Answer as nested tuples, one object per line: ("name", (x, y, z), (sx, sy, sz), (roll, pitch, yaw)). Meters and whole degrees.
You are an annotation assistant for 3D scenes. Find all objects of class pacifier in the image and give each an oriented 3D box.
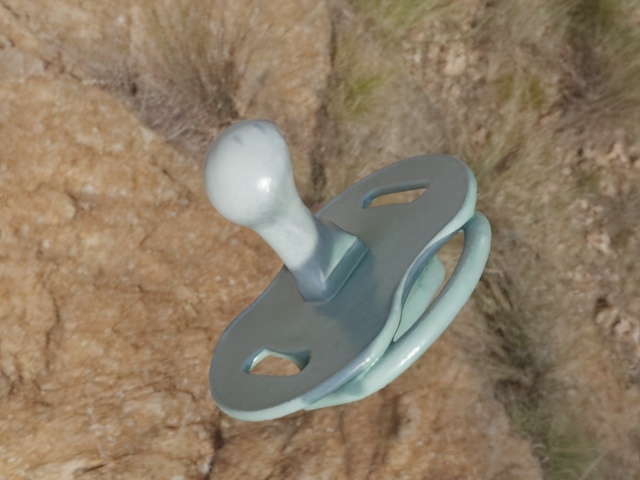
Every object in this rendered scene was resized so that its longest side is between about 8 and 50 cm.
("pacifier", (0.000, 0.000, 0.915), (0.269, 0.288, 0.343), (49, 57, -27))
